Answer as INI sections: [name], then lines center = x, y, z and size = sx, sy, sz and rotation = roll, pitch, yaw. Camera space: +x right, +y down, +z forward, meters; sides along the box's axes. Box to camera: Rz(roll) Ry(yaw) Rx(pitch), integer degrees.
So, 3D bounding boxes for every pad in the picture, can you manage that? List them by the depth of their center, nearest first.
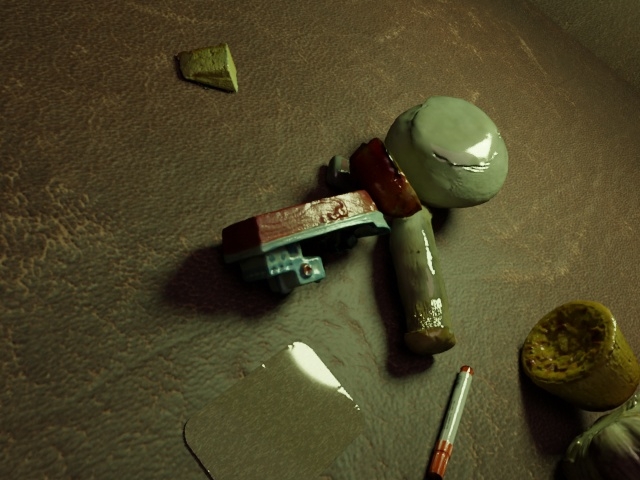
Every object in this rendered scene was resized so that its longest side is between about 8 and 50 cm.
[pad]
center = -0.056, 0.266, 0.906
size = 0.176, 0.002, 0.266
rotation = 50, 43, 10

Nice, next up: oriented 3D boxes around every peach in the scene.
[peach]
center = 0.117, -0.112, 1.215
size = 0.172, 0.092, 0.127
rotation = 61, 5, 5

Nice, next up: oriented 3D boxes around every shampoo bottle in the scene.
[shampoo bottle]
center = 0.091, -0.116, 1.303
size = 0.165, 0.040, 0.080
rotation = 23, 47, -18

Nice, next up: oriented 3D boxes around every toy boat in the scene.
[toy boat]
center = 0.000, 0.000, 1.076
size = 0.332, 0.145, 0.133
rotation = -17, 90, -41

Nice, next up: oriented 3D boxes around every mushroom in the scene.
[mushroom]
center = 0.188, 0.060, 1.195
size = 0.123, 0.095, 0.351
rotation = 40, 36, -37

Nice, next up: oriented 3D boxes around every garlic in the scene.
[garlic]
center = 0.546, 0.374, 1.090
size = 0.245, 0.245, 0.160
rotation = -25, 69, -45

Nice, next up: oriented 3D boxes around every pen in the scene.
[pen]
center = 0.222, 0.301, 1.058
size = 0.028, 0.028, 0.239
rotation = 38, 42, -3

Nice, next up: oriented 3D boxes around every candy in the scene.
[candy]
center = 0.273, -0.178, 1.383
size = 0.295, 0.185, 0.295
rotation = 8, 58, -12

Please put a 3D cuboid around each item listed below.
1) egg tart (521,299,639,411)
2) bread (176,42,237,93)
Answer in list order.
[egg tart]
center = 0.513, 0.230, 1.218
size = 0.147, 0.202, 0.202
rotation = 38, 41, -22
[bread]
center = -0.228, -0.339, 1.277
size = 0.109, 0.080, 0.084
rotation = -12, 57, -1
